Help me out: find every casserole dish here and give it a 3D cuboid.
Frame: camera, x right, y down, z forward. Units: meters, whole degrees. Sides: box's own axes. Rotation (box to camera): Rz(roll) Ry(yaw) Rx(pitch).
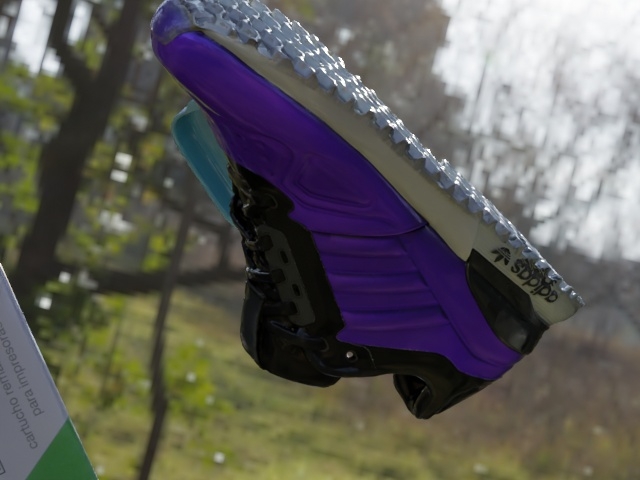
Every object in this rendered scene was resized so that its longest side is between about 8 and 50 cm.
[{"bbox_3d":[-0.065,-0.079,1.841,0.114,0.037,0.188,-12,-50,26],"label":"casserole dish"}]

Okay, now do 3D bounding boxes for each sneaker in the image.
[{"bbox_3d":[0.000,0.001,0.981,0.293,0.146,0.102,40,10,-30],"label":"sneaker"}]

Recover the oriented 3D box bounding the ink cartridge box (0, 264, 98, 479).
[{"bbox_3d":[-0.276,0.160,1.061,0.289,0.211,0.121,-26,7,-15],"label":"ink cartridge box"}]
